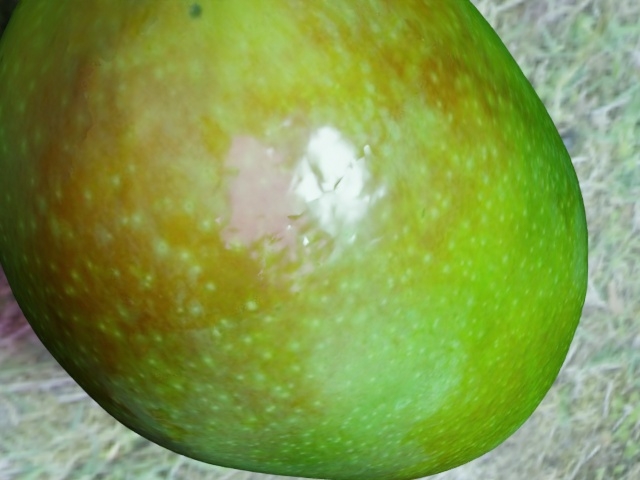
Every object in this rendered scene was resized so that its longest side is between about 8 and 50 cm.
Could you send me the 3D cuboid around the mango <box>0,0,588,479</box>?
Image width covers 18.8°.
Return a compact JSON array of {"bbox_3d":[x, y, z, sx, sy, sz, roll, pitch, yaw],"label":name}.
[{"bbox_3d":[0.000,0.000,0.826,0.225,0.201,0.382,-64,146,-15],"label":"mango"}]
